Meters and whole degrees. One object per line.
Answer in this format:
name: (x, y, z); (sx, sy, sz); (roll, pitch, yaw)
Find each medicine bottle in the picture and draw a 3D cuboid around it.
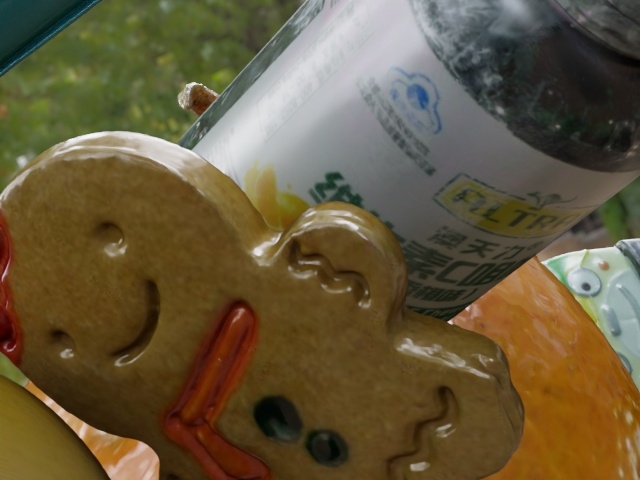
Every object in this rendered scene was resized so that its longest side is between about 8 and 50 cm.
medicine bottle: (0.054, -0.058, 0.708); (0.141, 0.141, 0.293); (-22, -14, -44)

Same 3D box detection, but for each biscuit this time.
biscuit: (-0.039, 0.041, 0.664); (0.166, 0.225, 0.036); (-58, -3, 35)

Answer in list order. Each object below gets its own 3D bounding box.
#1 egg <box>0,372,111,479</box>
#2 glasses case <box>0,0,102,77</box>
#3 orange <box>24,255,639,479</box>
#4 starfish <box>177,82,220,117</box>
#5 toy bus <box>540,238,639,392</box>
egg: (-0.184, 0.158, 0.660); (0.250, 0.250, 0.322); (-24, -5, -24)
glasses case: (-0.161, -0.178, 1.140); (0.301, 0.070, 0.117); (-35, 28, 1)
orange: (0.002, 0.173, 1.013); (0.424, 0.326, 0.424); (-31, 38, 27)
starfish: (0.006, -0.001, 1.556); (0.094, 0.375, 0.327); (-19, 26, 47)
toy bus: (0.144, 0.120, 1.293); (0.164, 0.134, 0.276); (-7, -27, -21)
